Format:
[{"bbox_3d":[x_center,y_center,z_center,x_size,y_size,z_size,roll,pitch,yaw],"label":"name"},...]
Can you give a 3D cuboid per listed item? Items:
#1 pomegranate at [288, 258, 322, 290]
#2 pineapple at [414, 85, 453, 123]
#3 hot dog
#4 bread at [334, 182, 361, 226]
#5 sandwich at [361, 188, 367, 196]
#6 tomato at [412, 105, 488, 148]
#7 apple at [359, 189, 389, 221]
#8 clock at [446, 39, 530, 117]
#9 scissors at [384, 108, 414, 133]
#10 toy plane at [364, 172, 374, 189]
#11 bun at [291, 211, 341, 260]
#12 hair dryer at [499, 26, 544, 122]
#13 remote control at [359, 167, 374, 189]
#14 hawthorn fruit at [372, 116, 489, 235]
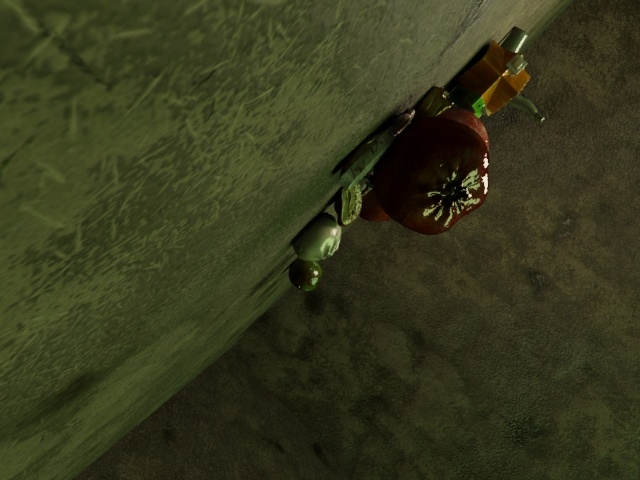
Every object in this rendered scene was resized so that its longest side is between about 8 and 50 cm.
[{"bbox_3d":[-0.062,0.134,2.127,0.159,0.159,0.205,-50,-162,55],"label":"pomegranate"},{"bbox_3d":[0.295,-0.350,1.274,0.116,0.069,0.137,-44,178,-17],"label":"pineapple"},{"bbox_3d":[0.106,-0.193,1.078,0.192,0.053,0.099,-48,177,-16],"label":"hot dog"},{"bbox_3d":[0.085,-0.103,1.444,0.067,0.119,0.192,-2,172,-7],"label":"bread"},{"bbox_3d":[0.198,-0.220,1.933,0.101,0.026,0.069,-44,177,-6],"label":"sandwich"},{"bbox_3d":[0.406,-0.312,1.517,0.270,0.270,0.227,123,-22,-73],"label":"tomato"},{"bbox_3d":[0.305,-0.246,2.129,0.365,0.295,0.329,120,-22,-80],"label":"apple"},{"bbox_3d":[0.543,-0.512,1.508,0.235,0.166,0.309,-46,-177,15],"label":"clock"},{"bbox_3d":[0.205,-0.290,1.279,0.160,0.024,0.317,-46,176,20],"label":"scissors"},{"bbox_3d":[0.161,-0.173,1.405,0.062,0.135,0.188,-66,-167,-15],"label":"toy plane"},{"bbox_3d":[0.000,0.000,1.503,0.173,0.120,0.173,-45,178,-2],"label":"bun"},{"bbox_3d":[0.686,-0.593,1.666,0.119,0.298,0.296,-19,126,-50],"label":"hair dryer"},{"bbox_3d":[0.173,-0.232,1.501,0.103,0.034,0.250,-44,176,-12],"label":"remote control"},{"bbox_3d":[0.261,-0.179,1.192,0.287,0.287,0.330,-46,-149,11],"label":"hawthorn fruit"}]
